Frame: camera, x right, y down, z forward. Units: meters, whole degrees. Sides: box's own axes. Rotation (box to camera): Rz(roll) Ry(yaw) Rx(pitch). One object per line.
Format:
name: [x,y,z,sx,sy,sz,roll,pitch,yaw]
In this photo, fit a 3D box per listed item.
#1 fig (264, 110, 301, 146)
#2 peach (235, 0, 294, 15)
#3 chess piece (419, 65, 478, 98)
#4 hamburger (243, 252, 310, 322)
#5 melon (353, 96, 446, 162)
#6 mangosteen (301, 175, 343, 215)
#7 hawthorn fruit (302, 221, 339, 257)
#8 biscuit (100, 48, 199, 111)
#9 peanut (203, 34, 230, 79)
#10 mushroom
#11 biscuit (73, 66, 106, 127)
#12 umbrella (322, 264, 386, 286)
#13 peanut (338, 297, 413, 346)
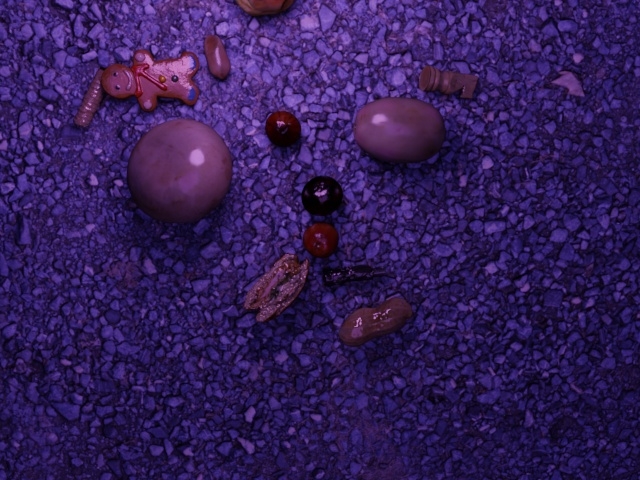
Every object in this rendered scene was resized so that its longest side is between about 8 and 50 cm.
fig: [-0.122,-0.377,1.877,0.128,0.150,0.128,-18,131,-22]
peach: [-0.174,-0.837,1.762,0.235,0.214,0.214,-26,103,-34]
chess piece: [0.452,-0.548,1.897,0.200,0.090,0.090,5,100,-15]
hamburger: [-0.138,0.167,1.960,0.144,0.156,0.283,44,91,11]
melon: [0.271,-0.371,1.845,0.317,0.223,0.223,3,100,-8]
mangosteen: [0.009,-0.151,1.922,0.153,0.152,0.152,0,100,-2]
hawthorn fruit: [0.000,0.000,1.942,0.133,0.138,0.132,-1,104,-2]
biscuit: [-0.573,-0.538,1.842,0.324,0.049,0.205,-2,101,-11]
peanut: [-0.351,-0.621,1.850,0.076,0.076,0.152,-16,102,1]
mushroom: [-0.462,-0.224,1.841,0.362,0.294,0.362,-4,76,14]
biscuit: [-0.778,-0.489,1.864,0.061,0.055,0.219,33,98,29]
umbrella: [0.125,0.128,2.013,0.236,0.059,0.066,-6,122,-3]
peanut: [0.203,0.300,2.015,0.290,0.130,0.130,-19,100,-2]
